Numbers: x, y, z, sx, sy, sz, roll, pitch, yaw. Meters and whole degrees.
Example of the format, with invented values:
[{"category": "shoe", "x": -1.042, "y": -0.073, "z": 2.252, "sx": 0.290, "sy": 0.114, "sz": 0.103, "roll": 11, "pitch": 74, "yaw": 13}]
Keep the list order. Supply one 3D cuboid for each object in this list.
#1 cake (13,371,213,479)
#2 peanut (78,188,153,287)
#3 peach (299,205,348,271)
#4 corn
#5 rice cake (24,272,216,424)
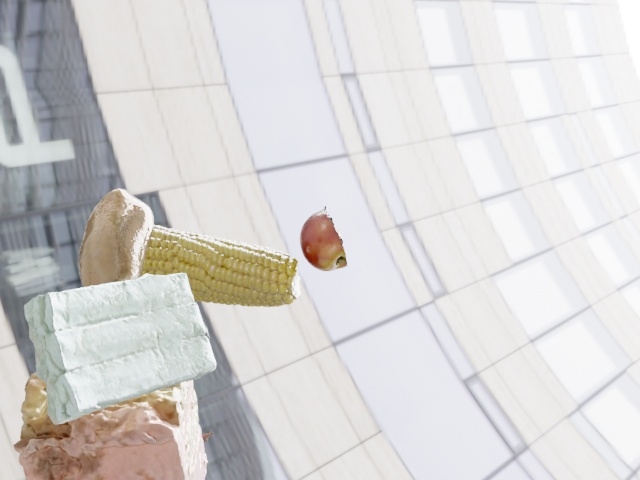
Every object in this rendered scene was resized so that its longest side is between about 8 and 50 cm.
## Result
[{"category": "cake", "x": -0.384, "y": 0.389, "z": 1.682, "sx": 0.314, "sy": 0.293, "sz": 0.306, "roll": -5, "pitch": -62, "yaw": 0}, {"category": "peanut", "x": -0.240, "y": 0.004, "z": 1.031, "sx": 0.076, "sy": 0.076, "sz": 0.152, "roll": -38, "pitch": -146, "yaw": 39}, {"category": "peach", "x": 0.000, "y": 0.001, "z": 1.242, "sx": 0.098, "sy": 0.061, "sz": 0.098, "roll": 155, "pitch": -90, "yaw": -84}, {"category": "corn", "x": -0.175, "y": 0.041, "z": 1.259, "sx": 0.305, "sy": 0.106, "sz": 0.106, "roll": 10, "pitch": -71, "yaw": 14}, {"category": "rice cake", "x": -0.177, "y": 0.093, "z": 0.828, "sx": 0.038, "sy": 0.211, "sz": 0.124, "roll": -25, "pitch": -103, "yaw": 29}]
